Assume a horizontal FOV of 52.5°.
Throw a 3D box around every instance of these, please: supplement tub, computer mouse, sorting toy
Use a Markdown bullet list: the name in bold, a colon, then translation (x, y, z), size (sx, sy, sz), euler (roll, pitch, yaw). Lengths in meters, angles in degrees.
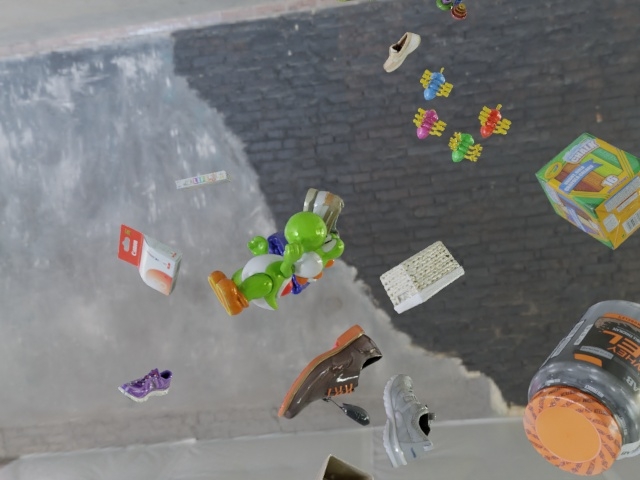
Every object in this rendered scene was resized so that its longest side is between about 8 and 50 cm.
- **supplement tub**: translation (0.530, 0.271, 1.228), size (0.207, 0.207, 0.338), euler (-5, -160, 45)
- **computer mouse**: translation (0.066, 0.518, 2.081), size (0.242, 0.041, 0.071), euler (35, -176, -14)
- **sorting toy**: translation (0.397, -0.702, 1.925), size (0.061, 0.102, 0.042), euler (-45, 170, -24)

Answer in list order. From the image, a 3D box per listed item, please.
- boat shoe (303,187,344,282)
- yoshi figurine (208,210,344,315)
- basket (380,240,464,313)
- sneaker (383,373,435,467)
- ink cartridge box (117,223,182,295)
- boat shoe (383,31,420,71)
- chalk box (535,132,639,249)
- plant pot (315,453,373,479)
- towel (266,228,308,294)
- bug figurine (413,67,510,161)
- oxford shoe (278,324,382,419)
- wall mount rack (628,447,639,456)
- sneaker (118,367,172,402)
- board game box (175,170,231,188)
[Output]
- **boat shoe**: translation (0.000, 0.000, 1.856), size (0.103, 0.303, 0.113), euler (12, -144, 9)
- **yoshi figurine**: translation (-0.115, 0.039, 1.700), size (0.362, 0.204, 0.203), euler (-26, 157, -16)
- **basket**: translation (0.242, 0.086, 1.570), size (0.167, 0.103, 0.113), euler (-28, 174, -35)
- **sneaker**: translation (0.214, 0.414, 1.513), size (0.115, 0.105, 0.281), euler (-16, -156, 13)
- **ink cartridge box**: translation (-0.452, 0.051, 1.682), size (0.179, 0.145, 0.045), euler (25, -135, 1)
- **boat shoe**: translation (0.261, -0.638, 2.183), size (0.059, 0.063, 0.170), euler (18, 140, -29)
- **chalk box**: translation (0.710, -0.147, 1.714), size (0.180, 0.179, 0.289), euler (-42, -143, 2)
- **plant pot**: translation (0.031, 0.530, 1.362), size (0.109, 0.109, 0.096), euler (29, 144, -7)
- **towel**: translation (-0.117, 0.077, 2.330), size (0.076, 0.228, 0.308), euler (-27, -179, 7)
- **bug figurine**: translation (0.371, -0.339, 1.795), size (0.279, 0.216, 0.072), euler (33, 165, -3)
- **oxford shoe**: translation (0.025, 0.285, 1.342), size (0.271, 0.098, 0.097), euler (-39, 161, -31)
- **wall mount rack**: translation (0.908, 0.417, 1.765), size (0.350, 0.304, 0.130), euler (-38, -148, 6)
- **sneaker**: translation (-0.445, 0.361, 1.658), size (0.068, 0.071, 0.170), euler (30, -168, 22)
- **board game box**: translation (-0.362, -0.185, 2.022), size (0.154, 0.026, 0.103), euler (-12, 180, 1)
